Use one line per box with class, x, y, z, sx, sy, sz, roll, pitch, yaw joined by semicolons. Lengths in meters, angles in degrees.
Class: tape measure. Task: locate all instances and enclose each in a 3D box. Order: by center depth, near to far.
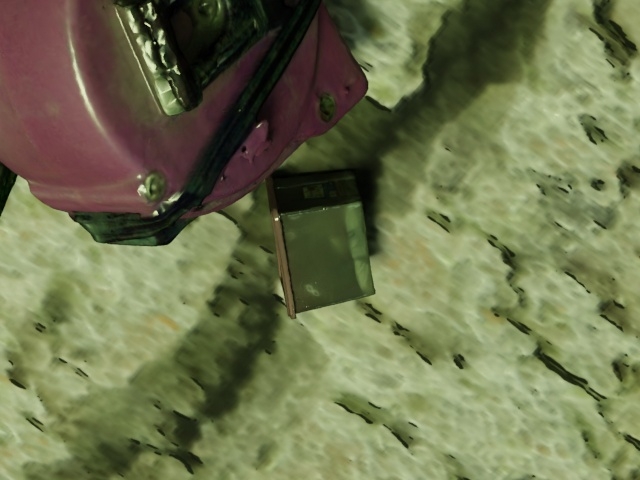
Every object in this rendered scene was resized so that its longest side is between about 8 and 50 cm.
tape measure;-0.091;-0.131;1.139;0.149;0.245;0.231;5;129;39

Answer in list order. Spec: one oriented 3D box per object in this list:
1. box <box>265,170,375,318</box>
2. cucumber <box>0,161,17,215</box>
box;0.000;0.000;1.310;0.063;0.060;0.085;-10;119;-3
cucumber;-0.211;-0.114;1.237;0.077;0.077;0.265;14;120;-8
